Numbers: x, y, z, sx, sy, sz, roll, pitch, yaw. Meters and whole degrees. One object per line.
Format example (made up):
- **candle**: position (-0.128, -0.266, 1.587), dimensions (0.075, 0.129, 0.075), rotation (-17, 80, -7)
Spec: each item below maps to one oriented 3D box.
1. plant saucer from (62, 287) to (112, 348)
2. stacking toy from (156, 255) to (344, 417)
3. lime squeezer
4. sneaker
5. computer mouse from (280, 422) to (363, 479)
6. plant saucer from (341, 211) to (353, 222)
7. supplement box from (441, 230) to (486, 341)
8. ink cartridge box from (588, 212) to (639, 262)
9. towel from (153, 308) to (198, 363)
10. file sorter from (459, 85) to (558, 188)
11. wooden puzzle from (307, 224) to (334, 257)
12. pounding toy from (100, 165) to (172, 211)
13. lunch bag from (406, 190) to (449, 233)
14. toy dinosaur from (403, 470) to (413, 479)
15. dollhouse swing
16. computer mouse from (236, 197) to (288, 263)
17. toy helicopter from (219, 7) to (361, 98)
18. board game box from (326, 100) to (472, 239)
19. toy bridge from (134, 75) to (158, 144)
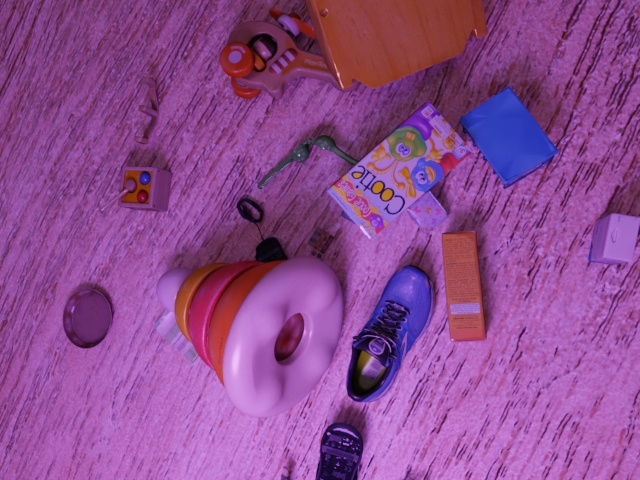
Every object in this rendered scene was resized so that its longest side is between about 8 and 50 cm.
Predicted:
- **plant saucer**: position (-0.650, 0.219, 1.362), dimensions (0.169, 0.029, 0.168), rotation (-1, 85, 18)
- **stacking toy**: position (-0.218, 0.153, 1.128), dimensions (0.480, 0.351, 0.350), rotation (18, 90, 35)
- **lime squeezer**: position (-0.020, -0.199, 1.195), dimensions (0.311, 0.059, 0.109), rotation (-5, 110, 20)
- **sneaker**: position (0.150, 0.210, 1.049), dimensions (0.130, 0.147, 0.329), rotation (22, 91, 18)
- **computer mouse**: position (0.003, 0.523, 1.114), dimensions (0.184, 0.060, 0.261), rotation (7, 99, 14)
- **plant saucer**: position (0.121, -0.127, 1.157), dimensions (0.067, 0.018, 0.191), rotation (31, 95, 18)
- **supplement box**: position (0.309, 0.097, 1.045), dimensions (0.080, 0.078, 0.233), rotation (-7, 83, 17)
- **ink cartridge box**: position (0.572, 0.000, 0.946), dimensions (0.052, 0.122, 0.088), rotation (11, 89, 19)
- **towel**: position (-0.360, 0.234, 1.272), dimensions (0.152, 0.023, 0.113), rotation (37, 97, 17)
- **file sorter**: position (0.395, -0.211, 1.032), dimensions (0.118, 0.104, 0.170), rotation (-33, 77, 12)
- **wooden puzzle**: position (0.000, 0.000, 1.189), dimensions (0.049, 0.006, 0.083), rotation (33, 95, 18)
- **pounding toy**: position (-0.498, -0.132, 1.309), dimensions (0.141, 0.100, 0.129), rotation (4, 86, 18)
- **lunch bag**: position (0.239, -0.064, 1.095), dimensions (0.071, 0.053, 0.083), rotation (-40, 100, 10)
- **toy dinosaur**: position (0.187, 0.551, 1.049), dimensions (0.047, 0.090, 0.082), rotation (50, 132, 0)
- **dollhouse swing**: position (0.136, -0.563, 1.133), dimensions (0.347, 0.305, 0.314), rotation (-22, 116, -1)
- **computer mouse**: position (-0.146, -0.007, 1.225), dimensions (0.071, 0.041, 0.241), rotation (-29, 70, 4)
- **toy helicopter**: position (-0.061, -0.462, 1.210), dimensions (0.356, 0.140, 0.234), rotation (16, 81, 8)
- **board game box**: position (0.163, -0.150, 1.057), dimensions (0.275, 0.144, 0.142), rotation (-42, 93, 8)
- **toy bridge**: position (-0.477, -0.359, 1.343), dimensions (0.026, 0.063, 0.187), rotation (6, 88, 18)
